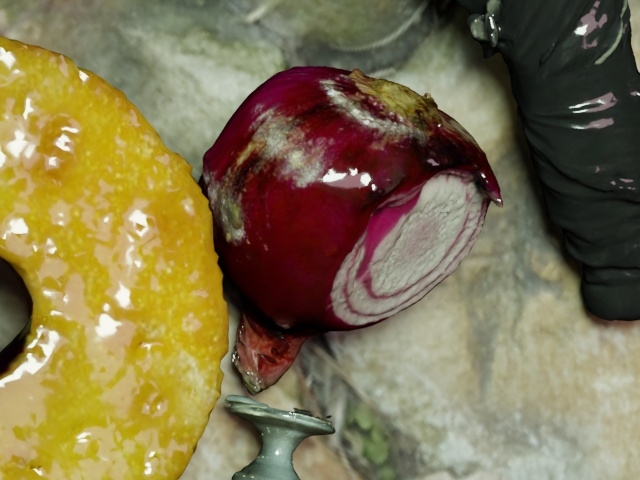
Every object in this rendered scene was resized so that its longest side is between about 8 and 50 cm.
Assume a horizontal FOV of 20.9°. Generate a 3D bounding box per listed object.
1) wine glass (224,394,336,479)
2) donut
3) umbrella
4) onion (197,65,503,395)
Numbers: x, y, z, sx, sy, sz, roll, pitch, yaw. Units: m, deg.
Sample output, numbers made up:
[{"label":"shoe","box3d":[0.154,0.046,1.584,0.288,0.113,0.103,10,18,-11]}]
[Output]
[{"label":"wine glass","box3d":[-0.037,0.170,0.977,0.072,0.072,0.155,15,80,-22]},{"label":"donut","box3d":[-0.203,0.040,0.895,0.302,0.110,0.303,2,86,-25]},{"label":"umbrella","box3d":[0.140,-0.113,1.043,0.113,0.106,0.358,-27,115,-16]},{"label":"onion","box3d":[-0.008,-0.011,0.982,0.173,0.198,0.135,11,36,-51]}]
